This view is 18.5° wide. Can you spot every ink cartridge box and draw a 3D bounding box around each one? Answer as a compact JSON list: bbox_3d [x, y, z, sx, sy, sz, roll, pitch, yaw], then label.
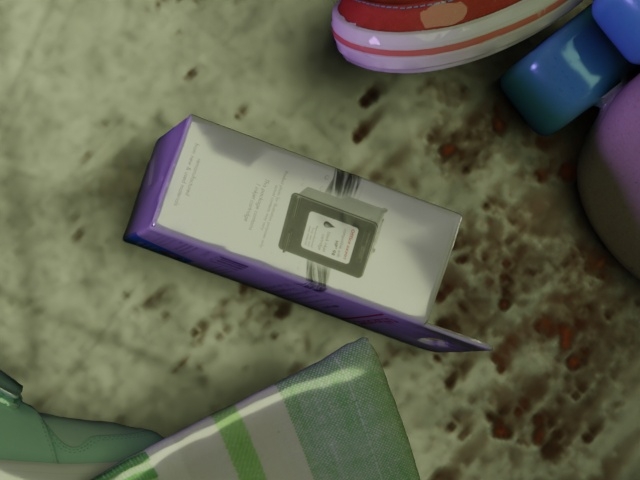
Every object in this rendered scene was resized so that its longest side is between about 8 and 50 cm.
[{"bbox_3d":[0.000,0.000,0.984,0.180,0.104,0.060,20,82,-12],"label":"ink cartridge box"}]

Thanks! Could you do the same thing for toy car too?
[{"bbox_3d":[0.262,-0.082,1.011,0.238,0.210,0.219,-39,90,-24],"label":"toy car"}]

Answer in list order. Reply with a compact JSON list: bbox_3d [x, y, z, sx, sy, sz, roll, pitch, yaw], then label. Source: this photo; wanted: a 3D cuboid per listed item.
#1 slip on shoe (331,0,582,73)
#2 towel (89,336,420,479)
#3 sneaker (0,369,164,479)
[{"bbox_3d":[0.124,-0.204,1.006,0.331,0.123,0.101,-43,126,-17],"label":"slip on shoe"},{"bbox_3d":[-0.079,0.222,0.944,0.324,0.038,0.248,-26,117,-13],"label":"towel"},{"bbox_3d":[-0.181,0.045,0.945,0.255,0.094,0.151,12,81,-13],"label":"sneaker"}]
